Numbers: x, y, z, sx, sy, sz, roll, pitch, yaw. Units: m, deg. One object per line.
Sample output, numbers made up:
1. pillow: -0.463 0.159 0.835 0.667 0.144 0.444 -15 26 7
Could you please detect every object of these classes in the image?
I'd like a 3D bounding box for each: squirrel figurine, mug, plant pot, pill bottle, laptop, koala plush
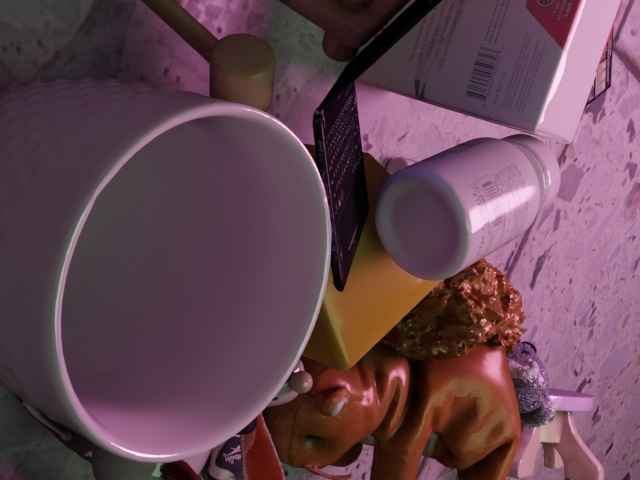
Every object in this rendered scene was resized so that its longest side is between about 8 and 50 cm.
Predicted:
1. squirrel figurine: 0.099 0.170 1.296 0.370 0.281 0.397 13 109 -36
2. mug: -0.170 -0.018 0.814 0.374 0.328 0.276 -26 122 -43
3. plant pot: 0.000 0.000 1.136 0.212 0.212 0.187 -40 124 -28
4. pill bottle: 0.180 -0.050 1.079 0.229 0.131 0.131 -25 127 -43
5. laptop: 0.077 -0.119 0.899 0.234 0.136 0.265 -65 149 -67
6. pill bottle: 0.136 -0.096 1.354 0.083 0.043 0.043 9 103 -50
7. koala plush: 0.290 0.222 1.554 0.203 0.221 0.196 -46 138 -22

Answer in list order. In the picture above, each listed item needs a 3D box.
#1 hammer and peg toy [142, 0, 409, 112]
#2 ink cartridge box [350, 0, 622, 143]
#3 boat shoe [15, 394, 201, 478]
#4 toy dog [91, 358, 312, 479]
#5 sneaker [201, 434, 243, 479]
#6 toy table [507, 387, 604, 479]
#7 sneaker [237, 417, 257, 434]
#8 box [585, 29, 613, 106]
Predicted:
1. hammer and peg toy: -0.029 -0.297 0.885 0.361 0.266 0.127 -47 167 -30
2. ink cartridge box: 0.202 -0.261 1.154 0.117 0.283 0.207 5 106 -53
3. boat shoe: -0.238 0.210 1.070 0.335 0.095 0.112 63 25 -48
4. toy dog: -0.109 0.189 0.967 0.334 0.160 0.220 -46 129 -39
5. sneaker: -0.111 0.220 1.137 0.094 0.153 0.235 -6 120 -17
6. toy table: 0.431 0.372 1.805 0.274 0.252 0.161 9 85 -42
7. sneaker: -0.125 0.107 0.894 0.098 0.224 0.083 -15 131 -8
8. box: 0.416 -0.313 1.531 0.147 0.077 0.180 -37 134 -30
